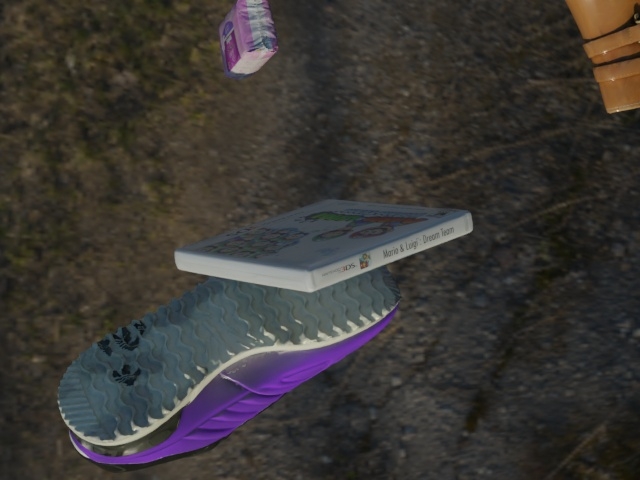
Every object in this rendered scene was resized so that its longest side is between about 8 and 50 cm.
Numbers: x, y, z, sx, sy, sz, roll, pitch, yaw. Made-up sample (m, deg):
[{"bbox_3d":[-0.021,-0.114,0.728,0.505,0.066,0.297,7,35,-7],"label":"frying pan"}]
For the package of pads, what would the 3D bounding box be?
[{"bbox_3d":[-0.061,-0.170,1.096,0.083,0.032,0.050,154,108,-71],"label":"package of pads"}]

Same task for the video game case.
[{"bbox_3d":[0.000,0.000,0.893,0.157,0.143,0.019,7,111,52],"label":"video game case"}]

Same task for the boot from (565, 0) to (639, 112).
[{"bbox_3d":[0.213,-0.173,0.991,0.073,0.197,0.152,3,98,55],"label":"boot"}]

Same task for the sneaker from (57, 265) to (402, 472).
[{"bbox_3d":[-0.073,0.102,1.069,0.293,0.146,0.102,-23,61,-19],"label":"sneaker"}]
